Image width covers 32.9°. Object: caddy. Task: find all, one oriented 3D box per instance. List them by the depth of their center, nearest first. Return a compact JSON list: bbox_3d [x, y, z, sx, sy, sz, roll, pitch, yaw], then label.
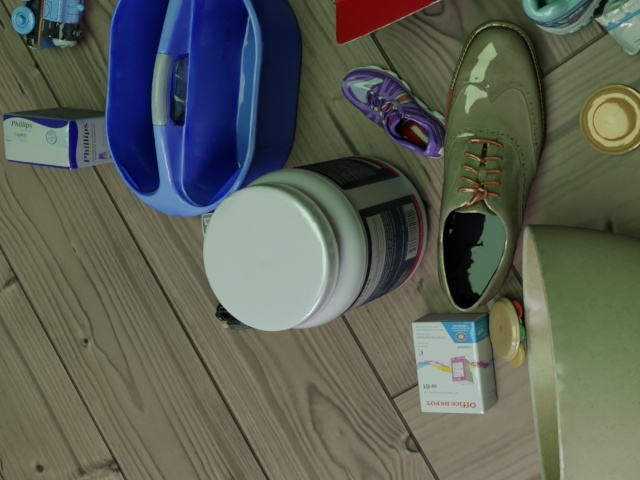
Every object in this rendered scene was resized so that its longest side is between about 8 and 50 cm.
[{"bbox_3d":[-0.165,-0.204,1.442,0.241,0.179,0.341,12,105,27],"label":"caddy"}]

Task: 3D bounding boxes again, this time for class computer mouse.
[{"bbox_3d":[-0.117,0.033,1.539,0.106,0.042,0.193,-3,103,34],"label":"computer mouse"}]

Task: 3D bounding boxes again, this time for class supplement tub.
[{"bbox_3d":[0.000,0.000,1.333,0.191,0.272,0.191,5,101,28],"label":"supplement tub"}]

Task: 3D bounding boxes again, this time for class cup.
[{"bbox_3d":[0.354,0.136,1.169,0.237,0.331,0.331,-6,97,6],"label":"cup"}]

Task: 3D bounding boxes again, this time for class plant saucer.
[{"bbox_3d":[0.344,-0.141,1.268,0.083,0.013,0.083,5,101,27],"label":"plant saucer"}]

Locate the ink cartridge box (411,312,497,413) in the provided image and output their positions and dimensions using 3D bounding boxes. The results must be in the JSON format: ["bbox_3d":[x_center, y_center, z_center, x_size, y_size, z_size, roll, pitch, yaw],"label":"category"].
[{"bbox_3d":[0.173,0.159,1.394,0.088,0.052,0.122,-4,99,29],"label":"ink cartridge box"}]

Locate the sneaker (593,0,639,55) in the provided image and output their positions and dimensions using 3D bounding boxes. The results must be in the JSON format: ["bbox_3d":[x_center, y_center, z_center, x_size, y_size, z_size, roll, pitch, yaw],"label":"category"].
[{"bbox_3d":[0.403,-0.271,1.192,0.191,0.071,0.083,-29,114,25],"label":"sneaker"}]

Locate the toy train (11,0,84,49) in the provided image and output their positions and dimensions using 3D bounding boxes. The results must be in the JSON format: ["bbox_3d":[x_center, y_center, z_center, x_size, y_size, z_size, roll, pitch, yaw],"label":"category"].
[{"bbox_3d":[-0.392,-0.368,1.596,0.105,0.080,0.184,16,106,20],"label":"toy train"}]

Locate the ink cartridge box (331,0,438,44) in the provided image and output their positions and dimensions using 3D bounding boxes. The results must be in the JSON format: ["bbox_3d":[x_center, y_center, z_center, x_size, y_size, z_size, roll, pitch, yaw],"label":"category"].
[{"bbox_3d":[0.103,-0.408,1.217,0.309,0.130,0.272,-21,57,30],"label":"ink cartridge box"}]

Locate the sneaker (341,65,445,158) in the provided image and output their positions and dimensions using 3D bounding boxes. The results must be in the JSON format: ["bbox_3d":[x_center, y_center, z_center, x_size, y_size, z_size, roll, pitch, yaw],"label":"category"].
[{"bbox_3d":[0.093,-0.164,1.369,0.170,0.071,0.068,36,114,19],"label":"sneaker"}]

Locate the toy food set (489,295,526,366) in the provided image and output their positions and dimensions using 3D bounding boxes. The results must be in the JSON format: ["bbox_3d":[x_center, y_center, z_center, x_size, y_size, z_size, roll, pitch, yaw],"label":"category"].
[{"bbox_3d":[0.233,0.110,1.347,0.020,0.083,0.082,-3,109,-14],"label":"toy food set"}]

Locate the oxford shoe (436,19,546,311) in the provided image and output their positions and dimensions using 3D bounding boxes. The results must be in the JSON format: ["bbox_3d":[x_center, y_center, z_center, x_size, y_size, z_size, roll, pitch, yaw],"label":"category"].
[{"bbox_3d":[0.202,-0.081,1.277,0.123,0.130,0.348,4,105,10],"label":"oxford shoe"}]

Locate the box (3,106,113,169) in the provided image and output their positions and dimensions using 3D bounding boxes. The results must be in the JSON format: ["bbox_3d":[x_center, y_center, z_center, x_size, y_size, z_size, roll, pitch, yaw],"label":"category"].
[{"bbox_3d":[-0.370,-0.152,1.587,0.126,0.137,0.072,8,104,27],"label":"box"}]

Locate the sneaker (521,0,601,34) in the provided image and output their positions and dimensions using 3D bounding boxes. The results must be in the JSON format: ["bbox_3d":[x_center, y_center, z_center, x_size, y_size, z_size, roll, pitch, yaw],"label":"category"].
[{"bbox_3d":[0.309,-0.356,1.184,0.110,0.122,0.283,30,112,20],"label":"sneaker"}]
